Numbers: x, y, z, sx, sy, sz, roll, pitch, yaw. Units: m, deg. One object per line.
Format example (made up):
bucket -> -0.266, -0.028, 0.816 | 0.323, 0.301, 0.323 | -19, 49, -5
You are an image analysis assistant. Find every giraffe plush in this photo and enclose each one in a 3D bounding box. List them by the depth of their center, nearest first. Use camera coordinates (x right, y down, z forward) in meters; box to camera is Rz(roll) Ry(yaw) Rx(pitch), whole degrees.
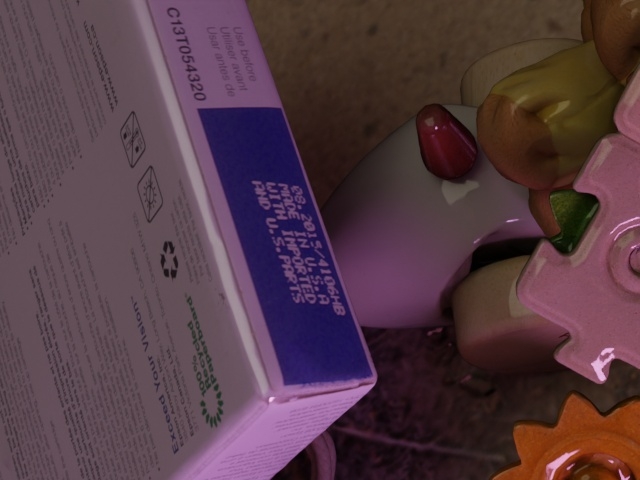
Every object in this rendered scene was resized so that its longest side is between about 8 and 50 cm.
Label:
giraffe plush -> 0.173, -0.103, 0.879 | 0.210, 0.181, 0.170 | -30, 40, 17

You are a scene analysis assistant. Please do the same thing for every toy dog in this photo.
toy dog -> 0.000, 0.000, 0.970 | 0.333, 0.161, 0.220 | -34, 54, 17

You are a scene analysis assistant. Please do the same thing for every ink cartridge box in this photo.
ink cartridge box -> -0.119, -0.004, 0.954 | 0.330, 0.071, 0.324 | -46, 57, 50

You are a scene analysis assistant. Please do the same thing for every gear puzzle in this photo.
gear puzzle -> 0.181, -0.002, 0.772 | 0.175, 0.044, 0.339 | 28, 101, -2
